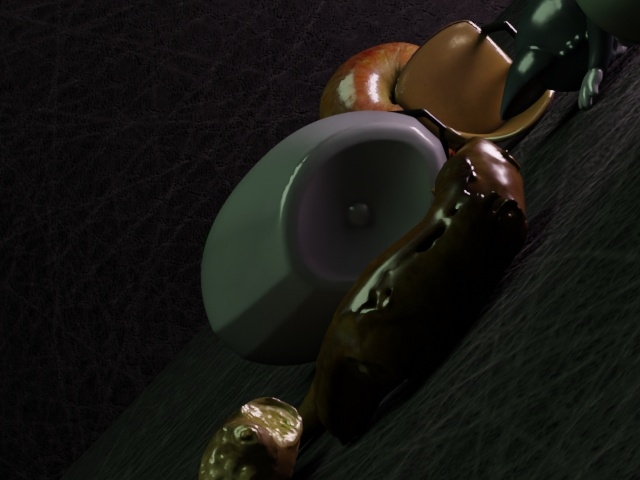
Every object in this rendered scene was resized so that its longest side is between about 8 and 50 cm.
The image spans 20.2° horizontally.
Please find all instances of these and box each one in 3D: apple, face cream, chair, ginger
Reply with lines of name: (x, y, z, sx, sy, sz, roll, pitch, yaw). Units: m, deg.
apple: (0.102, -0.168, 2.516, 0.211, 0.211, 0.188, -49, -22, -18)
face cream: (0.000, 0.000, 1.986, 0.312, 0.219, 0.357, -49, 4, -17)
chair: (0.187, -0.184, 2.271, 0.159, 0.172, 0.247, -47, -2, -11)
ginger: (-0.085, 0.235, 1.736, 0.131, 0.086, 0.294, -63, 3, -25)
ginger: (0.094, 0.033, 1.609, 0.309, 0.107, 0.133, -53, 21, -22)

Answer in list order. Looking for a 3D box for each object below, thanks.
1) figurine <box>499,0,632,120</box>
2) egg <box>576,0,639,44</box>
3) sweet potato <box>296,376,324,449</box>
figurine: (0.284, -0.239, 1.944, 0.265, 0.140, 0.193, 91, -162, -62)
egg: (0.321, -0.276, 1.628, 0.183, 0.183, 0.264, -43, -1, 40)
sweet potato: (0.030, 0.121, 1.752, 0.249, 0.059, 0.069, -50, -15, 4)
